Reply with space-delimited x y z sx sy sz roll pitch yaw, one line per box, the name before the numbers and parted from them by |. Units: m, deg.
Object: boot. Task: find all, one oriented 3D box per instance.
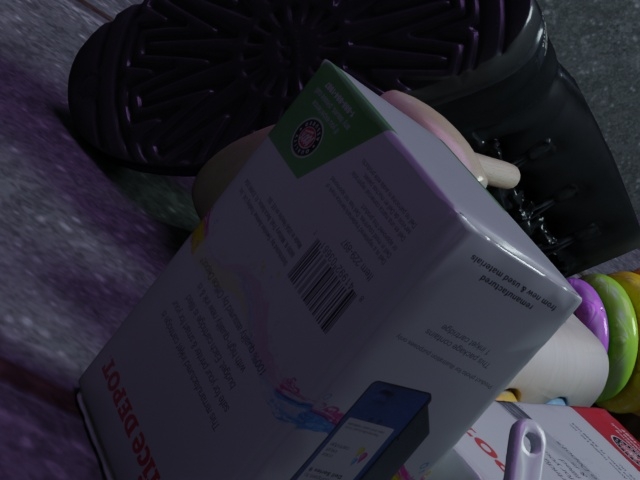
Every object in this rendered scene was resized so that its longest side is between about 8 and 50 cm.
boot | 0.054 -0.067 1.183 0.445 0.367 0.146 38 49 -63

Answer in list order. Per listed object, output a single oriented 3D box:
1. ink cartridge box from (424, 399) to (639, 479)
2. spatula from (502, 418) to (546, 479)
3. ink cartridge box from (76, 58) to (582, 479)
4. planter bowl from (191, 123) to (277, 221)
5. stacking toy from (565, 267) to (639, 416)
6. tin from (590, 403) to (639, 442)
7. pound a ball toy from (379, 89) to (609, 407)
ink cartridge box | 0.133 0.189 0.751 0.197 0.114 0.273 47 16 29
spatula | 0.109 0.204 0.543 0.168 0.019 0.242 27 58 -23
ink cartridge box | -0.007 0.048 0.659 0.093 0.212 0.154 31 14 -36
planter bowl | 0.000 0.000 0.982 0.162 0.162 0.109 20 49 -51
stacking toy | 0.247 0.089 1.270 0.301 0.166 0.175 4 33 -25
tin | 0.265 0.130 1.418 0.189 0.040 0.106 44 19 21
pound a ball toy | 0.091 0.053 0.883 0.136 0.208 0.319 51 18 29
